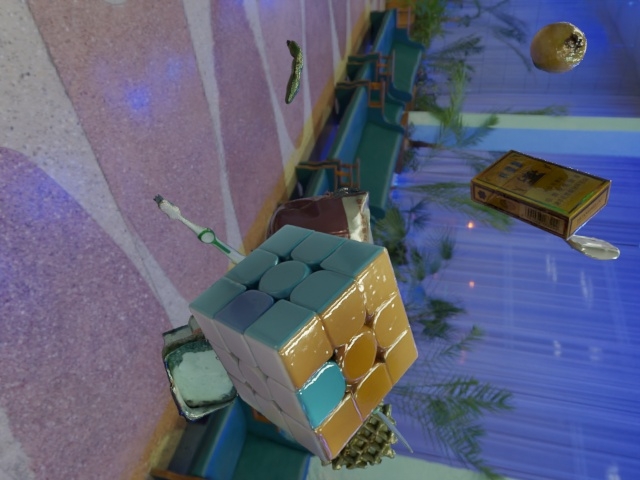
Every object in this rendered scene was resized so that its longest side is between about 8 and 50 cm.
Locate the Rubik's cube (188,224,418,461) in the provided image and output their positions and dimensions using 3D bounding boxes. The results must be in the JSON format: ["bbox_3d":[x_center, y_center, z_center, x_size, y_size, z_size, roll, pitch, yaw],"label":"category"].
[{"bbox_3d":[-0.026,0.180,0.968,0.291,0.290,0.291,-39,125,-29],"label":"Rubik's cube"}]

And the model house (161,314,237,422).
[{"bbox_3d":[-0.374,0.330,1.440,0.291,0.184,0.253,40,-35,55],"label":"model house"}]

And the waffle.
[{"bbox_3d":[0.098,0.623,1.640,0.056,0.308,0.292,-23,100,-77],"label":"waffle"}]

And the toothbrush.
[{"bbox_3d":[-0.290,-0.007,1.272,0.042,0.040,0.418,-46,148,-2],"label":"toothbrush"}]

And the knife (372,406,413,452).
[{"bbox_3d":[0.186,0.535,1.490,0.034,0.260,0.063,-44,164,0],"label":"knife"}]

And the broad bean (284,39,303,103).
[{"bbox_3d":[-0.081,-0.527,1.534,0.046,0.061,0.196,-11,105,-46],"label":"broad bean"}]

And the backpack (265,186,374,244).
[{"bbox_3d":[0.000,0.000,1.410,0.197,0.316,0.284,151,-70,-69],"label":"backpack"}]

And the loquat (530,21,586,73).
[{"bbox_3d":[0.683,-0.553,1.413,0.137,0.163,0.163,-53,166,5],"label":"loquat"}]

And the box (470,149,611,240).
[{"bbox_3d":[0.595,-0.135,1.351,0.192,0.301,0.084,-34,132,-22],"label":"box"}]

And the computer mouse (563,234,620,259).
[{"bbox_3d":[0.852,0.022,1.554,0.102,0.198,0.045,-121,-137,-57],"label":"computer mouse"}]
